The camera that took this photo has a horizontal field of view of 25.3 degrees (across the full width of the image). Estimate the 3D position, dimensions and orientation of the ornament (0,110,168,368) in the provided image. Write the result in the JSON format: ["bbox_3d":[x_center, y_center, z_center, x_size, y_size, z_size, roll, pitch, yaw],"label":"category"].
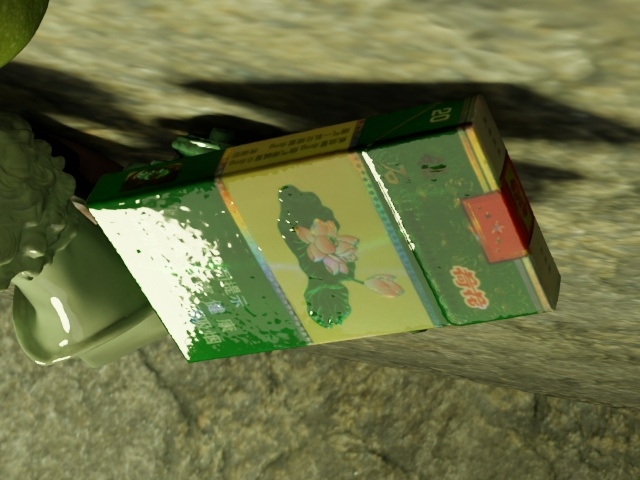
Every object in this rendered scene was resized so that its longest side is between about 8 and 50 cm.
[{"bbox_3d":[-0.177,0.009,0.928,0.130,0.120,0.285,-36,146,12],"label":"ornament"}]

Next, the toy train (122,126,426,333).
[{"bbox_3d":[0.002,-0.010,0.923,0.253,0.105,0.157,10,-175,8],"label":"toy train"}]

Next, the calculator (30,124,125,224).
[{"bbox_3d":[-0.281,-0.067,1.008,0.220,0.048,0.330,2,167,45],"label":"calculator"}]

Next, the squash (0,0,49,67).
[{"bbox_3d":[-0.223,-0.093,0.627,0.341,0.094,0.094,-3,166,44],"label":"squash"}]

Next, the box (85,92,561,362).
[{"bbox_3d":[0.000,0.000,0.785,0.235,0.034,0.132,-10,127,25],"label":"box"}]
